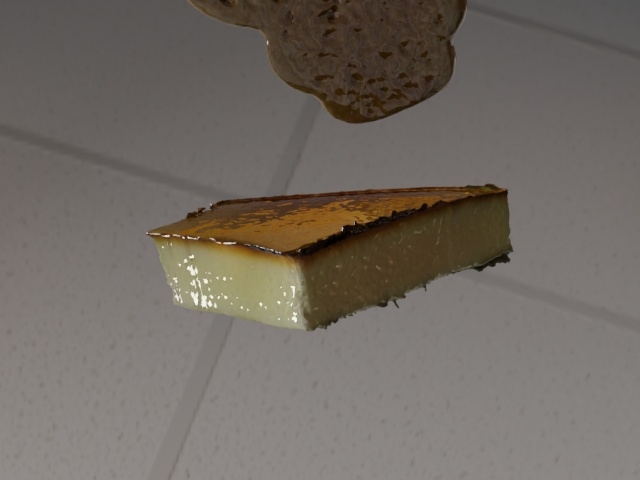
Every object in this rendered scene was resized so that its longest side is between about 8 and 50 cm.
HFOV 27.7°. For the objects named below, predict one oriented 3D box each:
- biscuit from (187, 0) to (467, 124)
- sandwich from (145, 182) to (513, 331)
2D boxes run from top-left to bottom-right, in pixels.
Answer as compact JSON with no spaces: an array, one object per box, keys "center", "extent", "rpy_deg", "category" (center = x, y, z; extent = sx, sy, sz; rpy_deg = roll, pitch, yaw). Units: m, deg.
[{"center":[-0.026,-0.214,0.767],"extent":[0.320,0.183,0.047],"rpy_deg":[38,-163,-13],"category":"biscuit"},{"center":[0.000,0.000,0.803],"extent":[0.162,0.058,0.193],"rpy_deg":[8,-162,44],"category":"sandwich"}]
